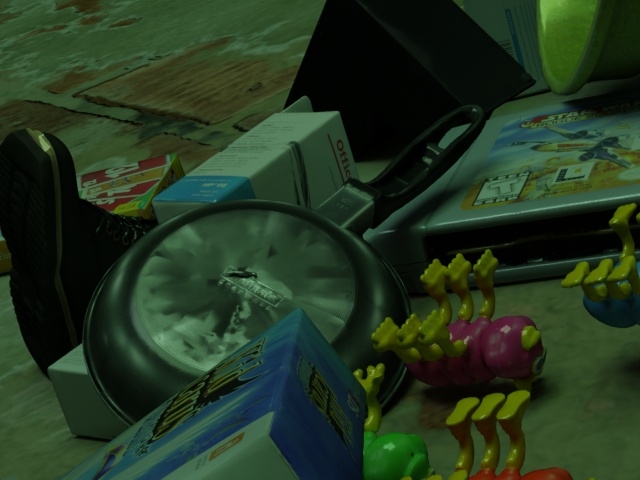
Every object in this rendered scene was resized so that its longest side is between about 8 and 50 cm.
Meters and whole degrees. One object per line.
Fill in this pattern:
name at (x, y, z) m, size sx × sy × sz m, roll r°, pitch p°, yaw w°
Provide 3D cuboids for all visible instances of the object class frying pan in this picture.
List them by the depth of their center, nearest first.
frying pan at (0.013, 0.020, 1.128) m, size 0.326 × 0.053 × 0.197 m, roll -24°, pitch 52°, yaw -19°

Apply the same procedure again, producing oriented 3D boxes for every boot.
boot at (-0.137, -0.012, 1.239) m, size 0.137 × 0.198 × 0.077 m, roll -23°, pitch 54°, yaw -23°

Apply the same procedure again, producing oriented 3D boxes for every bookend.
bookend at (0.065, -0.114, 1.464) m, size 0.072 × 0.156 × 0.157 m, roll -32°, pitch 69°, yaw -35°

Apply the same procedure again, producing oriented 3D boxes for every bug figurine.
bug figurine at (0.096, 0.080, 0.978) m, size 0.216 × 0.072 × 0.279 m, roll -7°, pitch 27°, yaw 42°

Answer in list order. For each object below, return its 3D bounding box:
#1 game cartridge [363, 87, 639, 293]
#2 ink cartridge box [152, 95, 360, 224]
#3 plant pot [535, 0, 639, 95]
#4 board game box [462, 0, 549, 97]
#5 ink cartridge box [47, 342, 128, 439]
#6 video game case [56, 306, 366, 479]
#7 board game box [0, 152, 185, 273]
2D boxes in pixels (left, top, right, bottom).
game cartridge at (0.180, -0.041, 1.247) m, size 0.297 × 0.062 × 0.198 m, roll -9°, pitch 27°, yaw 22°
ink cartridge box at (-0.024, -0.021, 1.282) m, size 0.060 × 0.104 × 0.180 m, roll 0°, pitch 27°, yaw 39°
plant pot at (0.304, -0.228, 1.329) m, size 0.254 × 0.276 × 0.276 m, roll 6°, pitch 21°, yaw -4°
board game box at (0.256, -0.259, 1.497) m, size 0.303 × 0.224 × 0.097 m, roll -12°, pitch 19°, yaw 14°
ink cartridge box at (-0.093, 0.073, 1.172) m, size 0.088 × 0.052 × 0.122 m, roll 3°, pitch 30°, yaw 41°
video game case at (-0.095, 0.140, 0.806) m, size 0.244 × 0.061 × 0.269 m, roll -35°, pitch 5°, yaw 6°
board game box at (-0.245, -0.010, 1.534) m, size 0.259 × 0.039 × 0.124 m, roll -15°, pitch 20°, yaw 14°
